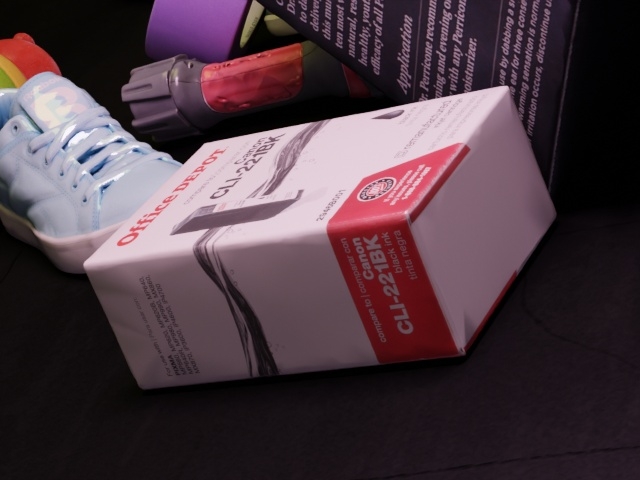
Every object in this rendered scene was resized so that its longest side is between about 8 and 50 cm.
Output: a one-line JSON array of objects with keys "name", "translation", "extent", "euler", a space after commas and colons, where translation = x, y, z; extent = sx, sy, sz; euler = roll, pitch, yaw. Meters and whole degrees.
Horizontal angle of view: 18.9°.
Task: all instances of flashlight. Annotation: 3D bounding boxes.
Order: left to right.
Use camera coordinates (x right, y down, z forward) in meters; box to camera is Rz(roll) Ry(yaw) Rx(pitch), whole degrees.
[{"name": "flashlight", "translation": [-0.046, -0.162, 1.832], "extent": [0.304, 0.103, 0.103], "euler": [-10, 27, 25]}]

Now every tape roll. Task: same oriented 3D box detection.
[{"name": "tape roll", "translation": [-0.087, -0.299, 1.980], "extent": [0.090, 0.274, 0.275], "euler": [23, 29, 1]}]

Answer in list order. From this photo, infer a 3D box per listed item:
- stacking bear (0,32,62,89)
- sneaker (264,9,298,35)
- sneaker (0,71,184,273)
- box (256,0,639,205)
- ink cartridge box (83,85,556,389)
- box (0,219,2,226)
[{"name": "stacking bear", "translation": [-0.375, -0.135, 2.033], "extent": [0.164, 0.175, 0.289], "euler": [-14, 15, 27]}, {"name": "sneaker", "translation": [0.045, -0.349, 2.130], "extent": [0.131, 0.148, 0.350], "euler": [-1, 29, 44]}, {"name": "sneaker", "translation": [-0.223, -0.070, 1.712], "extent": [0.135, 0.150, 0.366], "euler": [-34, 24, -27]}, {"name": "box", "translation": [0.179, -0.352, 1.531], "extent": [0.480, 0.297, 0.472], "euler": [-34, 58, -29]}, {"name": "ink cartridge box", "translation": [0.000, 0.000, 1.366], "extent": [0.273, 0.114, 0.197], "euler": [-10, 25, 32]}, {"name": "box", "translation": [-0.410, -0.063, 1.838], "extent": [0.147, 0.180, 0.077], "euler": [-16, 21, 15]}]
